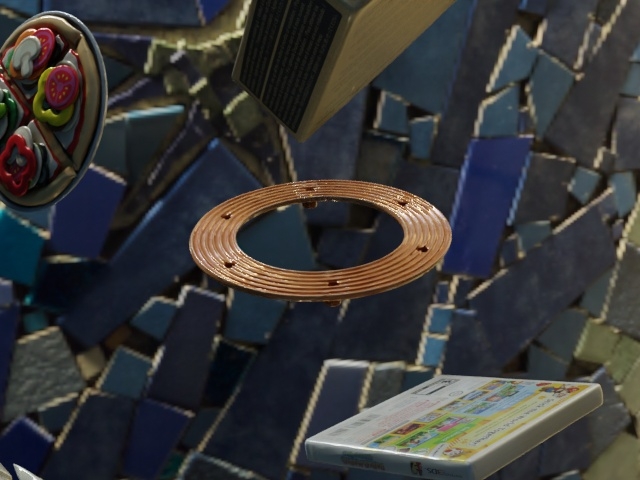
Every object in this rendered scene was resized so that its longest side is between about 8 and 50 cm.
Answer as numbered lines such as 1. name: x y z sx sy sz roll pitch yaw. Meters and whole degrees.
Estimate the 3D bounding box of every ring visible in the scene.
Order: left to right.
1. ring: 0.000 0.000 1.309 0.336 0.336 0.032 37 135 50

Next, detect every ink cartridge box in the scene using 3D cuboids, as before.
1. ink cartridge box: 0.047 -0.213 0.787 0.088 0.235 0.193 42 155 5

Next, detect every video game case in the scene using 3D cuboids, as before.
1. video game case: 0.134 0.181 1.006 0.206 0.227 0.026 -4 98 45

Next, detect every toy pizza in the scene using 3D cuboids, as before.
1. toy pizza: -0.284 -0.128 0.996 0.201 0.032 0.201 -5 81 37

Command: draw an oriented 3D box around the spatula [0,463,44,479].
1. spatula: -0.145 0.190 0.621 0.019 0.168 0.242 -52 36 -12
